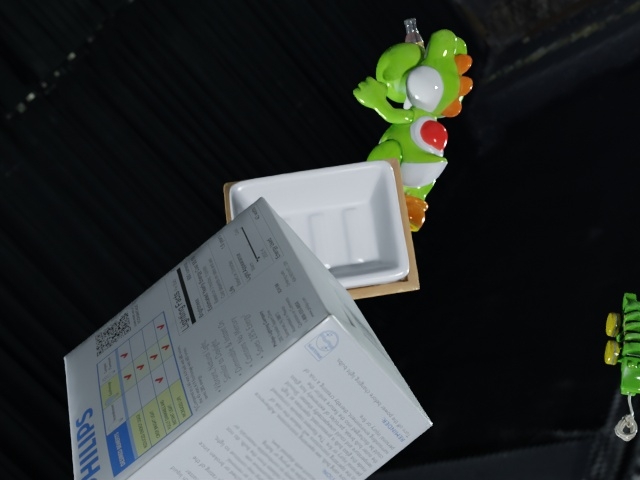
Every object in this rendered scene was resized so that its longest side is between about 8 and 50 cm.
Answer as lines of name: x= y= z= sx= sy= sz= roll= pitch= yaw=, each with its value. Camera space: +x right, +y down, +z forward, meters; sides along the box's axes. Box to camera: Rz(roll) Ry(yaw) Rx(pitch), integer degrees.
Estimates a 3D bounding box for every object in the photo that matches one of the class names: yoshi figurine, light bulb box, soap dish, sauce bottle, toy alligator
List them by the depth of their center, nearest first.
toy alligator: x=0.364 y=0.136 z=1.230 sx=0.051 sy=0.056 sz=0.190 roll=93 pitch=8 yaw=-58
light bulb box: x=-0.111 y=0.189 z=1.344 sx=0.361 sy=0.225 sz=0.358 roll=-39 pitch=-152 yaw=4
soap dish: x=0.000 y=0.000 z=1.712 sx=0.290 sy=0.229 sz=0.118 roll=-9 pitch=160 yaw=1
yoshi figurine: x=0.149 y=-0.214 z=1.940 sx=0.203 sy=0.203 sz=0.362 roll=62 pitch=48 yaw=-84
sauce bottle: x=0.210 y=-0.430 z=2.361 sx=0.042 sy=0.128 sz=0.042 roll=-13 pitch=-159 yaw=5
